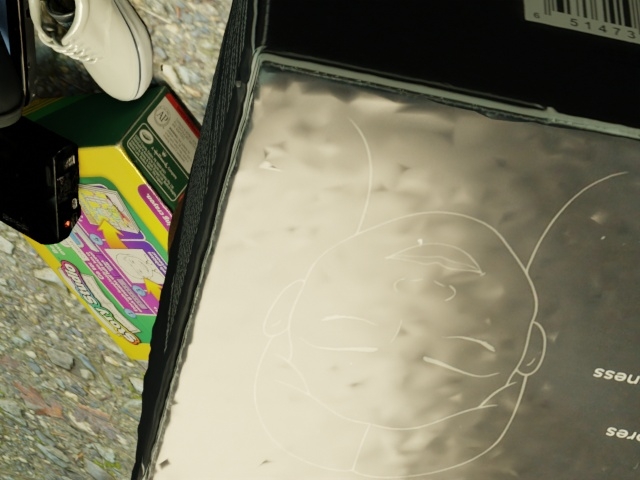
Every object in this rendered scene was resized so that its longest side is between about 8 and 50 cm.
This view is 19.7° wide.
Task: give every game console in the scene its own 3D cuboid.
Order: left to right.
[{"bbox_3d":[-0.347,-0.176,1.957,0.213,0.044,0.361,26,131,31],"label":"game console"}]

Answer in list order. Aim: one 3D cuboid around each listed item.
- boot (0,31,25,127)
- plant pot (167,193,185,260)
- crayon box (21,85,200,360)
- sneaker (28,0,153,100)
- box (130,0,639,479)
[{"bbox_3d":[-0.356,-0.258,1.802,0.246,0.094,0.207,56,146,24],"label":"boot"},{"bbox_3d":[0.000,0.000,1.865,0.230,0.215,0.215,-24,120,41],"label":"plant pot"},{"bbox_3d":[-0.202,-0.008,2.127,0.313,0.106,0.363,1,137,46],"label":"crayon box"},{"bbox_3d":[-0.246,-0.223,1.853,0.094,0.091,0.258,15,147,30],"label":"sneaker"},{"bbox_3d":[0.143,-0.003,1.335,0.480,0.297,0.472,11,134,-7],"label":"box"}]
